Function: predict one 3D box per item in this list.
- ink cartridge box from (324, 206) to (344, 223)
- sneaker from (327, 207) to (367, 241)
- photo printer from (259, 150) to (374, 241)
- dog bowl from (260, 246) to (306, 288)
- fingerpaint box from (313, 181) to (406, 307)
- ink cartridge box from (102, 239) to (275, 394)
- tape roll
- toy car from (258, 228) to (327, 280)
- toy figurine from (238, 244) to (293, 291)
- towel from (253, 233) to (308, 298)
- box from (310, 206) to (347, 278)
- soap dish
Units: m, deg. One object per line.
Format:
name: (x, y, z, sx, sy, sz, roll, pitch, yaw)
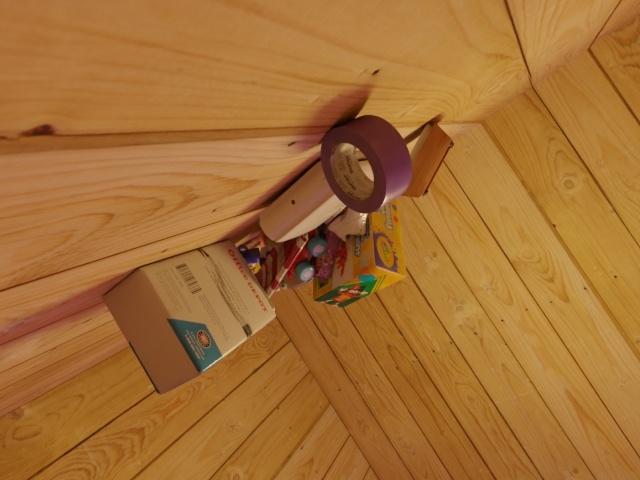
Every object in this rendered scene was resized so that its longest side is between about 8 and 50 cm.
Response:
ink cartridge box: (0.064, -0.156, 1.482, 0.154, 0.093, 0.212, -44, -177, -16)
sneaker: (0.135, -0.081, 1.524, 0.232, 0.115, 0.090, -42, -177, 40)
photo printer: (0.009, -0.130, 1.184, 0.308, 0.107, 0.256, -38, 173, 29)
dog bowl: (-0.132, 0.077, 1.909, 0.265, 0.264, 0.104, -33, 176, 15)
fingerpaint box: (0.139, -0.005, 1.722, 0.163, 0.444, 0.371, 20, 143, -31)
ink cartridge box: (-0.332, 0.185, 1.191, 0.166, 0.285, 0.395, -32, 178, 23)
tape roll: (0.091, -0.156, 0.893, 0.080, 0.189, 0.189, -32, 178, -28)
toy car: (-0.141, 0.011, 1.610, 0.238, 0.219, 0.210, 11, 115, -39)
toy figurine: (-0.308, 0.085, 1.730, 0.363, 0.191, 0.217, -10, 137, 5)
towel: (-0.145, 0.071, 1.427, 0.329, 0.037, 0.237, -56, -161, 19)
box: (0.000, 0.000, 1.720, 0.057, 0.293, 0.201, 19, 170, -30)
soap dish: (0.406, -0.298, 1.673, 0.290, 0.118, 0.229, -65, 167, 15)
